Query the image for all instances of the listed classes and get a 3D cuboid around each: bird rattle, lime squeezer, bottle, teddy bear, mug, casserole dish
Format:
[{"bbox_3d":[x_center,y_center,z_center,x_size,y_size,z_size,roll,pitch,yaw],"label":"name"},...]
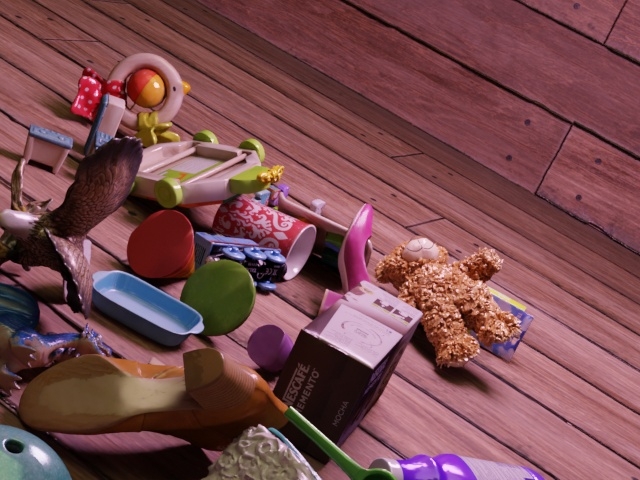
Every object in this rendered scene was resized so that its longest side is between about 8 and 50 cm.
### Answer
[{"bbox_3d":[-0.388,-0.298,2.547,0.253,0.207,0.143,39,3,12],"label":"bird rattle"},{"bbox_3d":[0.079,0.312,1.453,0.310,0.059,0.110,49,0,-19],"label":"lime squeezer"},{"bbox_3d":[0.195,0.353,1.678,0.282,0.092,0.118,14,21,-29],"label":"bottle"},{"bbox_3d":[0.230,0.099,2.251,0.338,0.245,0.113,-101,167,-45],"label":"teddy bear"},{"bbox_3d":[-0.110,-0.001,2.273,0.169,0.150,0.113,27,55,18],"label":"mug"},{"bbox_3d":[-0.268,0.106,1.842,0.188,0.037,0.114,28,19,7],"label":"casserole dish"}]

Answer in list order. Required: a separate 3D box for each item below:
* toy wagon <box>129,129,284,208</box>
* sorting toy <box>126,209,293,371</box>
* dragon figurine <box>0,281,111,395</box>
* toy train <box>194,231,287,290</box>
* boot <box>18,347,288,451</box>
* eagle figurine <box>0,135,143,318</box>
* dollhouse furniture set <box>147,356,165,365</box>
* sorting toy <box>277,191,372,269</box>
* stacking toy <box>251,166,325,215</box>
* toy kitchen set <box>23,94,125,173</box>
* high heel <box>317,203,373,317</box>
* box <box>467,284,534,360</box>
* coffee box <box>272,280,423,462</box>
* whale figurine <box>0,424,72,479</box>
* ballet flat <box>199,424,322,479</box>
[{"bbox_3d":[-0.220,-0.126,2.278,0.344,0.068,0.267,13,28,33],"label":"toy wagon"},{"bbox_3d":[-0.161,0.097,1.954,0.365,0.127,0.126,40,-6,30],"label":"sorting toy"},{"bbox_3d":[-0.416,0.111,1.560,0.289,0.085,0.144,29,16,-4],"label":"dragon figurine"},{"bbox_3d":[-0.143,0.035,2.131,0.184,0.080,0.105,5,21,-46],"label":"toy train"},{"bbox_3d":[-0.202,0.219,1.514,0.211,0.295,0.104,56,27,-55],"label":"boot"},{"bbox_3d":[-0.360,-0.010,1.692,0.298,0.226,0.225,-6,13,42],"label":"eagle figurine"},{"bbox_3d":[-0.180,0.187,1.690,0.114,0.091,0.081,30,4,23],"label":"dollhouse furniture set"},{"bbox_3d":[0.000,0.000,2.341,0.208,0.038,0.193,30,-19,7],"label":"sorting toy"},{"bbox_3d":[-0.111,-0.089,2.555,0.167,0.052,0.221,31,21,23],"label":"stacking toy"},{"bbox_3d":[-0.468,-0.211,2.303,0.166,0.122,0.207,19,19,-18],"label":"toy kitchen set"},{"bbox_3d":[0.084,0.052,2.183,0.117,0.082,0.244,19,62,1],"label":"high heel"},{"bbox_3d":[0.317,0.146,2.365,0.178,0.109,0.042,29,17,11],"label":"box"},{"bbox_3d":[0.036,0.187,1.807,0.118,0.168,0.297,29,18,11],"label":"coffee box"},{"bbox_3d":[-0.308,0.281,1.156,0.216,0.141,0.272,15,22,-28],"label":"whale figurine"},{"bbox_3d":[0.008,0.373,1.385,0.409,0.147,0.147,35,21,35],"label":"ballet flat"}]
